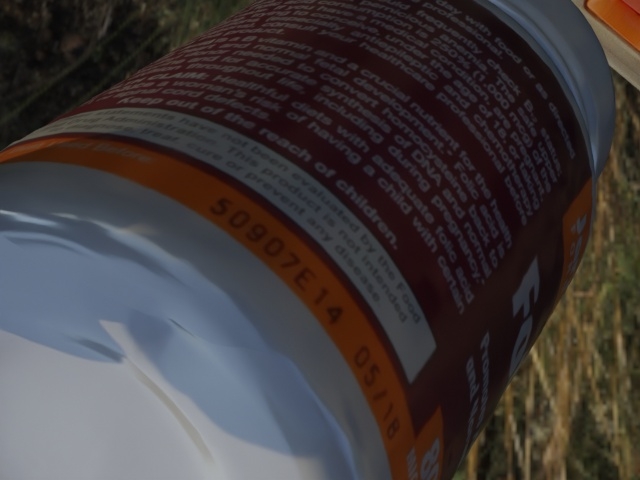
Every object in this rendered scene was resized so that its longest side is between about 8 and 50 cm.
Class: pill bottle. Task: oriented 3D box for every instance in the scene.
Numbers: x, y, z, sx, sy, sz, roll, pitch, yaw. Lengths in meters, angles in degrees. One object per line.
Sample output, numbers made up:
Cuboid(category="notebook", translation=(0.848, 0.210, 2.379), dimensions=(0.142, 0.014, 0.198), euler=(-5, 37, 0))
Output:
Cuboid(category="pill bottle", translation=(0.000, 0.000, 0.585), dimensions=(0.224, 0.392, 0.224), euler=(13, 122, 23))

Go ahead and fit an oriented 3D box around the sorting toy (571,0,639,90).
Cuboid(category="sorting toy", translation=(0.230, -0.224, 0.882), dimensions=(0.196, 0.047, 0.348), euler=(42, 107, 9))
